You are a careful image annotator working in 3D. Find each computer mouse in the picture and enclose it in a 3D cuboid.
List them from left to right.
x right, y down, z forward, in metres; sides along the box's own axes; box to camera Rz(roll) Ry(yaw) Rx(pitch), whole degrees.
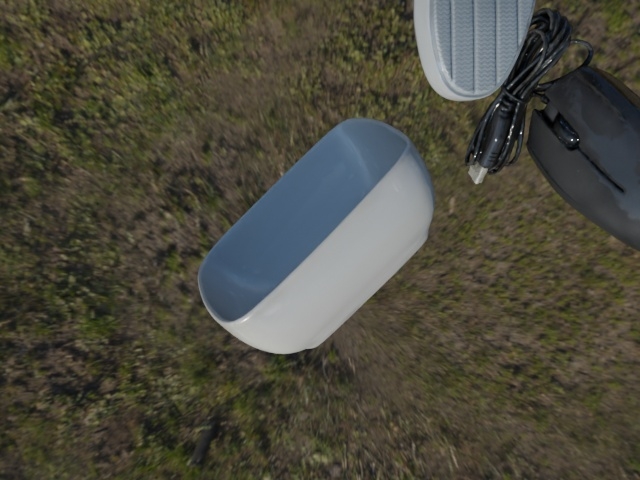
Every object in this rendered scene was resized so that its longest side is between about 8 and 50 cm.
[{"bbox_3d":[0.259,-0.073,0.831,0.272,0.072,0.188,39,129,23],"label":"computer mouse"}]

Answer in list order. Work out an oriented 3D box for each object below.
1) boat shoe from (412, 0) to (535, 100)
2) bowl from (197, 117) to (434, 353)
[{"bbox_3d":[0.124,-0.272,0.780,0.109,0.094,0.302,1,93,-21],"label":"boat shoe"},{"bbox_3d":[0.000,0.000,0.503,0.142,0.142,0.053,-45,111,-1],"label":"bowl"}]
